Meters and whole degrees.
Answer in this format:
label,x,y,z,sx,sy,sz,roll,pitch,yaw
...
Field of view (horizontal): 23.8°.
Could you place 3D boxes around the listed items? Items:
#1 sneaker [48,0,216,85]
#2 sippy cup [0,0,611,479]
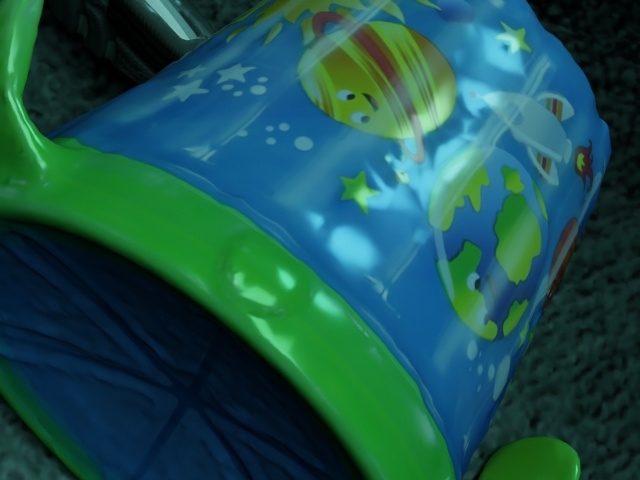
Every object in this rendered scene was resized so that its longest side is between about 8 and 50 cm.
label,x,y,z,sx,sy,sz,roll,pitch,yaw
sneaker,-0.102,-0.183,0.726,0.228,0.086,0.132,44,68,2
sippy cup,0.000,0.000,0.636,0.240,0.305,0.224,25,56,24
